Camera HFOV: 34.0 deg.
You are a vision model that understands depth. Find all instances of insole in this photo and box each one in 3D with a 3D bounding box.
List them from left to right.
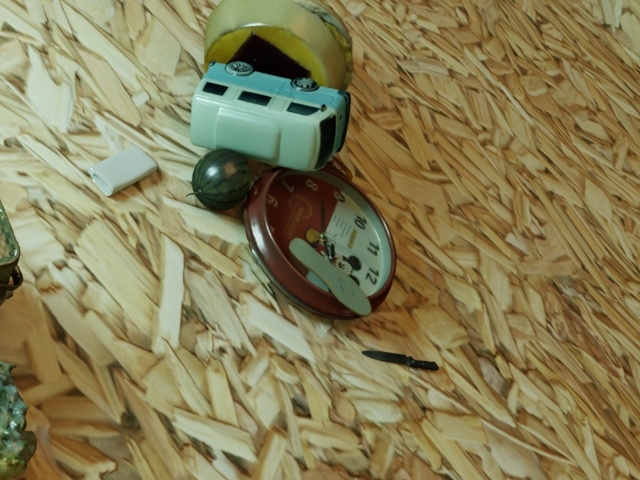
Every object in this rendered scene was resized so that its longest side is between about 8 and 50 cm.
[{"bbox_3d":[0.019,0.062,1.803,0.188,0.004,0.064,42,41,-8],"label":"insole"}]

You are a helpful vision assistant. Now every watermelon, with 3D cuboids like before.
[{"bbox_3d":[-0.181,-0.101,1.821,0.133,0.105,0.105,-34,79,-34],"label":"watermelon"}]

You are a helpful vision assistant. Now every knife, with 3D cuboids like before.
[{"bbox_3d":[0.144,0.213,1.879,0.170,0.010,0.023,14,47,-30],"label":"knife"}]

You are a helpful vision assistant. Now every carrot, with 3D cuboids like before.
[{"bbox_3d":[-0.004,-0.173,2.091,0.170,0.042,0.042,44,38,4],"label":"carrot"}]

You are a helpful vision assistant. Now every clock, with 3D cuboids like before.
[{"bbox_3d":[0.000,0.000,1.897,0.318,0.080,0.318,23,47,-27],"label":"clock"}]

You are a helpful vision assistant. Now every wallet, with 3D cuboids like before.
[{"bbox_3d":[-0.334,-0.119,1.765,0.061,0.025,0.122,48,39,3],"label":"wallet"}]

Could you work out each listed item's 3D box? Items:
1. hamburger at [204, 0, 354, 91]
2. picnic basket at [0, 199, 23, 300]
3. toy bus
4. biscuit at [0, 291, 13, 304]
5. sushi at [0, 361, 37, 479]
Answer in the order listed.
[{"bbox_3d":[-0.081,-0.357,2.008,0.300,0.300,0.176,30,53,-16],"label":"hamburger"},{"bbox_3d":[-0.524,0.017,1.330,0.266,0.139,0.165,-17,71,-32],"label":"picnic basket"},{"bbox_3d":[-0.095,-0.215,1.885,0.271,0.133,0.165,14,35,8],"label":"toy bus"},{"bbox_3d":[-0.516,0.016,1.458,0.219,0.061,0.055,45,11,5],"label":"biscuit"},{"bbox_3d":[-0.477,0.210,1.241,0.274,0.139,0.184,27,39,-29],"label":"sushi"}]
